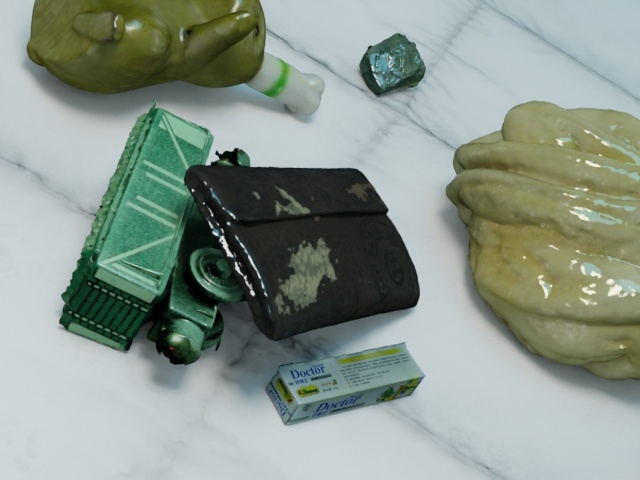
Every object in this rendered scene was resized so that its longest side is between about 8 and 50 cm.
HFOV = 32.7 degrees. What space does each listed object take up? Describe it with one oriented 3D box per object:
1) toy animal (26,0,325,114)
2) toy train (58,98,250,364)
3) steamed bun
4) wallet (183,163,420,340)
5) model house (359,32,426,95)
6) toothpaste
[{"bbox_3d":[-0.141,-0.248,1.233,0.363,0.180,0.181,-6,57,-38],"label":"toy animal"},{"bbox_3d":[-0.137,0.002,1.018,0.154,0.115,0.269,22,43,-11],"label":"toy train"},{"bbox_3d":[0.324,-0.013,1.261,0.325,0.230,0.372,8,41,-33],"label":"steamed bun"},{"bbox_3d":[0.000,0.000,1.053,0.321,0.044,0.170,-4,67,-63],"label":"wallet"},{"bbox_3d":[0.089,-0.239,1.499,0.083,0.066,0.079,-26,74,-29],"label":"model house"},{"bbox_3d":[0.027,0.133,1.038,0.164,0.034,0.046,-6,51,-39],"label":"toothpaste"}]
